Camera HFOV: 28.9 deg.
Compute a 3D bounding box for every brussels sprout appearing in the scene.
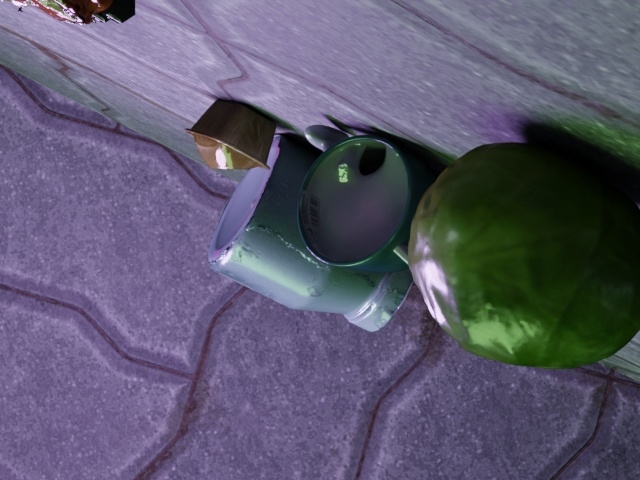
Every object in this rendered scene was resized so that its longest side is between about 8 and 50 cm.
[{"bbox_3d":[0.191,0.015,1.135,0.244,0.244,0.244,27,177,2],"label":"brussels sprout"}]

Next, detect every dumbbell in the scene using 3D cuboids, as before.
[{"bbox_3d":[-0.241,-0.270,1.428,0.083,0.040,0.036,20,143,60],"label":"dumbbell"}]

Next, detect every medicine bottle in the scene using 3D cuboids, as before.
[{"bbox_3d":[0.000,0.000,1.980,0.290,0.245,0.245,28,177,-14],"label":"medicine bottle"}]

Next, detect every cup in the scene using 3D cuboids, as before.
[{"bbox_3d":[0.087,-0.035,1.543,0.173,0.167,0.299,15,-147,-53],"label":"cup"}]

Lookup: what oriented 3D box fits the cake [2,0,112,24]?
[{"bbox_3d":[-0.308,-0.280,1.249,0.287,0.098,0.135,23,175,46],"label":"cake"}]

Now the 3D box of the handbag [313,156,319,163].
[{"bbox_3d":[0.122,-0.044,1.844,0.270,0.088,0.175,28,-175,-27],"label":"handbag"}]

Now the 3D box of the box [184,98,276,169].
[{"bbox_3d":[-0.136,-0.152,1.877,0.111,0.111,0.177,28,176,-26],"label":"box"}]
